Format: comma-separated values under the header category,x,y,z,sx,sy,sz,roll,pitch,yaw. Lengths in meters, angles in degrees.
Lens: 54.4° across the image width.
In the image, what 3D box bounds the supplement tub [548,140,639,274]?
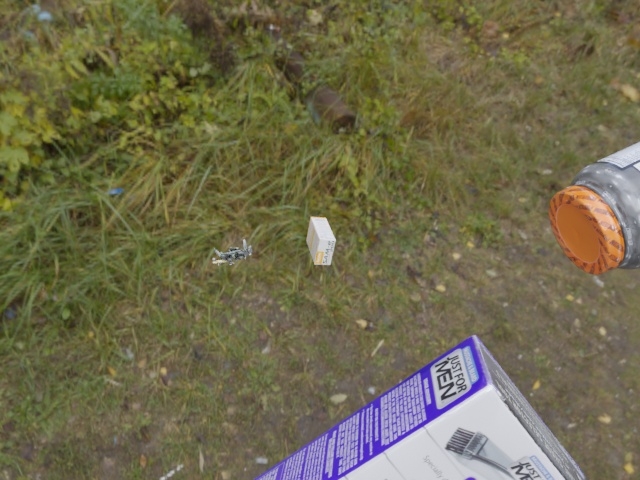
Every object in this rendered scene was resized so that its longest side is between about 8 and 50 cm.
category,x,y,z,sx,sy,sz,roll,pitch,yaw
supplement tub,0.340,-0.045,0.634,0.190,0.117,0.117,-25,51,-8

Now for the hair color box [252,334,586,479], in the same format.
category,x,y,z,sx,sy,sz,roll,pitch,yaw
hair color box,0.068,0.267,0.597,0.185,0.338,0.110,51,15,-10

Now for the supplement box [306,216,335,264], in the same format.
category,x,y,z,sx,sy,sz,roll,pitch,yaw
supplement box,0.000,0.000,1.302,0.036,0.062,0.098,3,30,-15

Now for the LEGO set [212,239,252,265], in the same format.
category,x,y,z,sx,sy,sz,roll,pitch,yaw
LEGO set,-0.120,0.024,0.858,0.054,0.083,0.024,-2,69,-14
